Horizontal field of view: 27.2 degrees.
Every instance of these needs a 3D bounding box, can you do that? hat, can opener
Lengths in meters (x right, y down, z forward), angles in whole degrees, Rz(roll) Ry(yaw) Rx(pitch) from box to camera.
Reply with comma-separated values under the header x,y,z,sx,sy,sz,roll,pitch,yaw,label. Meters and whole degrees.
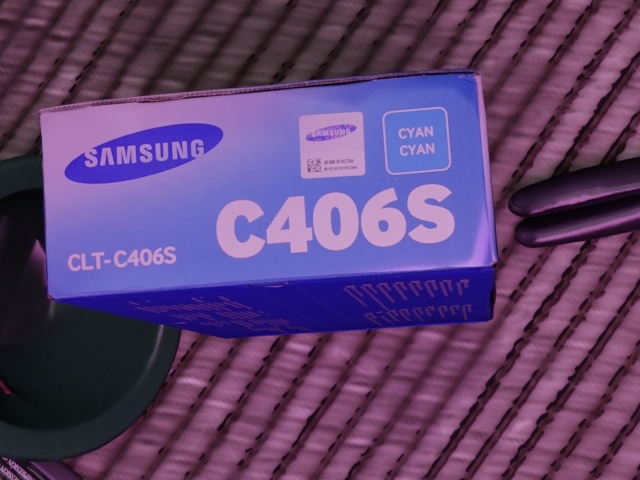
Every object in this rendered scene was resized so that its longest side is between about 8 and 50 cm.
x,y,z,sx,sy,sz,roll,pitch,yaw,label
-0.213,0.024,0.821,0.173,0.184,0.208,-46,119,-24,hat
0.201,-0.034,0.770,0.186,0.073,0.059,-21,121,8,can opener

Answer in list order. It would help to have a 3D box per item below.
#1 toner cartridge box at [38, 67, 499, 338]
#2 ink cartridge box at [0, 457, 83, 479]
x,y,z,sx,sy,sz,roll,pitch,yaw,label
0.000,0.000,0.636,0.165,0.348,0.075,-5,83,6,toner cartridge box
-0.164,0.193,0.790,0.207,0.046,0.097,39,92,8,ink cartridge box
